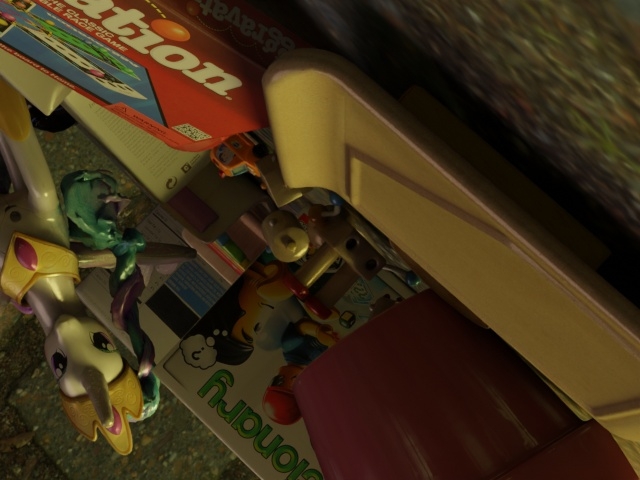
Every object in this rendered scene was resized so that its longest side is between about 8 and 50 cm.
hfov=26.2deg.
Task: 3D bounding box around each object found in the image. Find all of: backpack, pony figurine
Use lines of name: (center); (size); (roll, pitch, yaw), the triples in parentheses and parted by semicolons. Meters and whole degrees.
backpack: (-0.274, -0.167, 1.471); (0.114, 0.105, 0.084); (133, 112, -85)
pony figurine: (-0.267, 0.005, 1.217); (0.363, 0.303, 0.351); (64, 168, -9)

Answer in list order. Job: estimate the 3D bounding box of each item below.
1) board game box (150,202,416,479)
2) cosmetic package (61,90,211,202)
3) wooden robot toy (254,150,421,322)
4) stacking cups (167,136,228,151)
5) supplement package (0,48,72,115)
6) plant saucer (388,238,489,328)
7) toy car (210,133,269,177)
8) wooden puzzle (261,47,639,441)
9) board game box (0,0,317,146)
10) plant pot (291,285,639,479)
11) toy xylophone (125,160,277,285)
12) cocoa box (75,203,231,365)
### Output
board game box: (0.036, 0.136, 1.097); (0.305, 0.193, 0.053); (40, 174, 21)
cosmetic package: (-0.182, -0.139, 1.123); (0.117, 0.085, 0.231); (40, 172, 34)
wooden robot toy: (0.000, 0.000, 0.988); (0.173, 0.076, 0.079); (46, -176, -30)
stacking cups: (-0.135, -0.153, 0.730); (0.096, 0.096, 0.316); (39, 178, 33)
supplement package: (-0.211, -0.176, 0.920); (0.105, 0.105, 0.179); (48, 172, -37)
plant saucer: (0.078, 0.022, 0.853); (0.083, 0.015, 0.083); (42, 174, 5)
toy car: (-0.073, -0.068, 1.103); (0.060, 0.040, 0.122); (44, 174, -9)
wooden puzzle: (0.084, 0.009, 0.608); (0.238, 0.044, 0.221); (37, 174, 6)
board game box: (-0.135, -0.122, 0.606); (0.281, 0.027, 0.145); (29, 159, -32)
plant pot: (0.080, 0.138, 0.917); (0.180, 0.201, 0.201); (57, 177, 12)
toy xylophone: (-0.128, -0.047, 1.445); (0.236, 0.081, 0.323); (41, 174, 20)
cocoa box: (-0.128, 0.120, 1.940); (0.231, 0.228, 0.347); (39, 174, 35)
